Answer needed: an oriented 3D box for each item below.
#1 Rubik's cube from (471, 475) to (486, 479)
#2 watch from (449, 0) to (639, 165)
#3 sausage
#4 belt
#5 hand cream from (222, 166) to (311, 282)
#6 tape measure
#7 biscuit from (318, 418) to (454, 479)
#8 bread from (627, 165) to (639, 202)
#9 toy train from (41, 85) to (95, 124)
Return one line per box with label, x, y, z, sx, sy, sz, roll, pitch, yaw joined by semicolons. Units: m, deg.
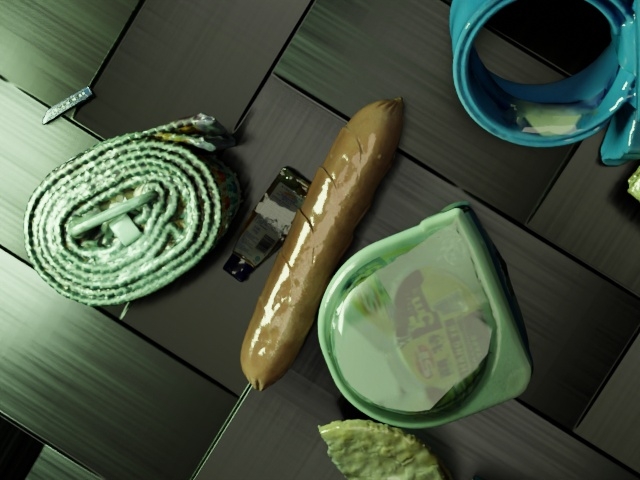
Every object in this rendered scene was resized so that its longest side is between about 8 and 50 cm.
Rubik's cube;0.240;0.414;1.811;0.151;0.154;0.155;19;95;3
watch;0.300;-0.225;1.758;0.275;0.241;0.305;-3;125;3
sausage;-0.001;-0.001;1.849;0.088;0.088;0.433;26;94;4
belt;-0.239;-0.033;1.831;0.295;0.160;0.206;-20;91;7
hand cream;-0.072;-0.018;1.881;0.062;0.039;0.163;36;90;4
tape measure;0.131;0.107;1.816;0.262;0.138;0.259;-22;89;6
biscuit;0.107;0.318;1.825;0.133;0.032;0.250;-22;115;20
bread;0.495;-0.061;1.780;0.196;0.102;0.138;37;94;-5
toy train;-0.347;-0.184;1.905;0.083;0.017;0.017;-30;87;6
